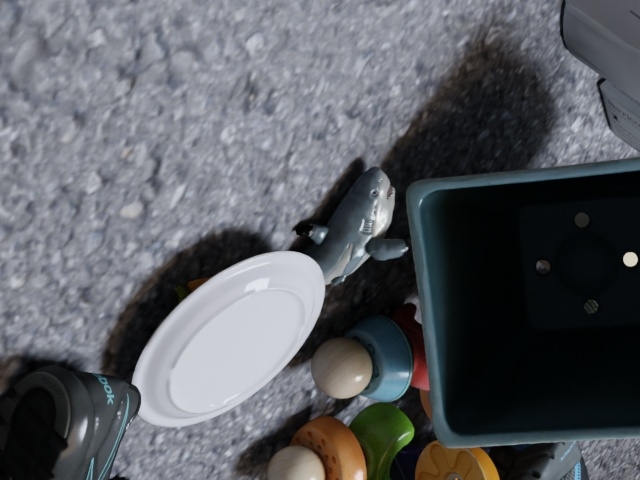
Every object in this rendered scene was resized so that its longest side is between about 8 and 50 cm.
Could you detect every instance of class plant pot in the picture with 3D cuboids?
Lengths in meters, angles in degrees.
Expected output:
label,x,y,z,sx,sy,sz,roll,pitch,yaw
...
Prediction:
label,x,y,z,sx,sy,sz,roll,pitch,yaw
plant pot,0.242,0.042,1.425,0.252,0.248,0.247,-25,108,-72

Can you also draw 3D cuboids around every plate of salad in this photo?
label,x,y,z,sx,sy,sz,roll,pitch,yaw
plate of salad,-0.082,0.081,1.282,0.200,0.048,0.200,-30,147,-22

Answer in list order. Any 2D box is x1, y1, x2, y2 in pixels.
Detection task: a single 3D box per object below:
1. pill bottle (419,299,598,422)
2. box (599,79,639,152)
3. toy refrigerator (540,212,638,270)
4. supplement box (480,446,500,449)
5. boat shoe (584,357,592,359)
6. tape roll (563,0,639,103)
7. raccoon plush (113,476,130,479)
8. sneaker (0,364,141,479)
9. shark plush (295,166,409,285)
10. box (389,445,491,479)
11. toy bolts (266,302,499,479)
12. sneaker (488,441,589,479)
label,x,y,z,sx,sy,sz,roll,pitch,yaw
pill bottle,0.225,0.139,1.695,0.246,0.130,0.130,-23,143,-38
box,0.421,-0.150,1.556,0.182,0.181,0.119,-45,151,-5
toy refrigerator,0.352,-0.005,1.672,0.269,0.102,0.094,1,126,-41
supplement box,0.209,0.288,1.914,0.078,0.080,0.233,-25,146,-37
boat shoe,0.347,0.145,1.652,0.342,0.123,0.123,18,74,-54
tape roll,0.370,-0.229,1.401,0.246,0.169,0.246,-33,148,-24
raccoon plush,-0.105,0.409,1.395,0.216,0.299,0.446,-51,151,5
sneaker,-0.226,0.217,1.201,0.106,0.101,0.267,-2,128,-56
shark plush,0.000,0.000,1.327,0.161,0.073,0.067,-30,133,9
box,0.166,0.334,1.757,0.207,0.153,0.108,6,128,-31
toy bolts,0.060,0.191,1.485,0.158,0.218,0.228,-9,115,-42
sneaker,0.195,0.329,1.592,0.341,0.125,0.139,-36,106,-38
